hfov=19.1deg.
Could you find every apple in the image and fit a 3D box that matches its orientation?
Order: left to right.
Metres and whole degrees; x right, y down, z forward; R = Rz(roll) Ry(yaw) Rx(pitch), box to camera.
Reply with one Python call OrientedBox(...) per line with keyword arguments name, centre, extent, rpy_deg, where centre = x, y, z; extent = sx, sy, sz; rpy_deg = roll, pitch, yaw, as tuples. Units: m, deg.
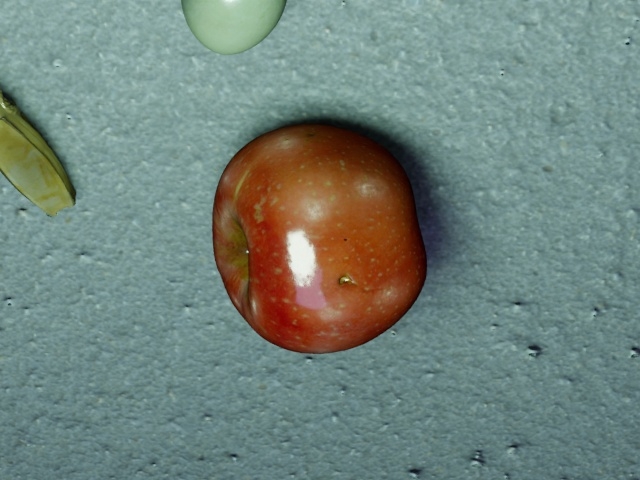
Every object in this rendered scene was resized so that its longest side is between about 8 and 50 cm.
OrientedBox(name="apple", centre=(0.000, 0.000, 2.142), extent=(0.217, 0.260, 0.260), rpy_deg=(-11, 133, -17))

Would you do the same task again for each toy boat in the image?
OrientedBox(name="toy boat", centre=(-0.346, -0.104, 2.205), extent=(0.064, 0.072, 0.206), rpy_deg=(-26, 136, 6))

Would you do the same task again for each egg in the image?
OrientedBox(name="egg", centre=(-0.091, -0.264, 2.012), extent=(0.114, 0.114, 0.152), rpy_deg=(11, 134, -4))
